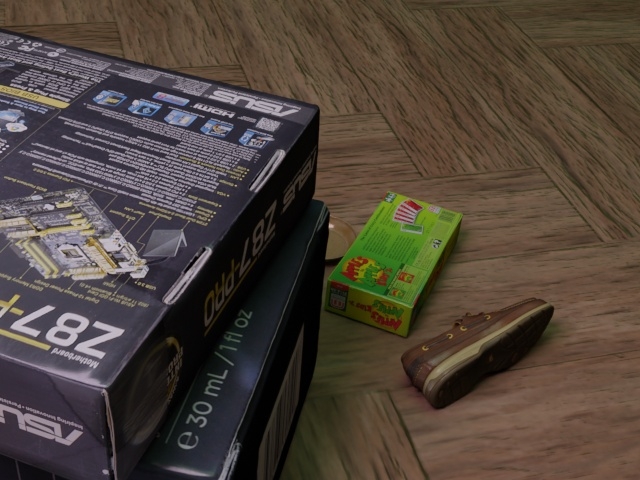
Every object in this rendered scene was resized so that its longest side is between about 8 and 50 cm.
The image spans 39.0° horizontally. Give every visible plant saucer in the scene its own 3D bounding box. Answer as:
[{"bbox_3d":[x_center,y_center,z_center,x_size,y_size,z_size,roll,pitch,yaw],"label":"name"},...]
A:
[{"bbox_3d":[0.000,0.000,1.016,0.083,0.015,0.083,4,38,-3],"label":"plant saucer"}]

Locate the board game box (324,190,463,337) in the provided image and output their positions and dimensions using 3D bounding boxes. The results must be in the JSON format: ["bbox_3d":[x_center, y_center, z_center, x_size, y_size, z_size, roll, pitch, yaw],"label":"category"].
[{"bbox_3d":[0.082,0.021,0.977,0.092,0.043,0.181,18,39,16],"label":"board game box"}]

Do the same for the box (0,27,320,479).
[{"bbox_3d":[-0.235,-0.034,0.621,0.395,0.097,0.318,16,37,12],"label":"box"}]

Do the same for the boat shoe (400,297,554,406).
[{"bbox_3d":[0.154,0.094,0.875,0.178,0.064,0.060,-25,49,-30],"label":"boat shoe"}]

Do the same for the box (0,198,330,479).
[{"bbox_3d":[-0.219,0.095,0.706,0.395,0.212,0.293,10,38,7],"label":"box"}]
